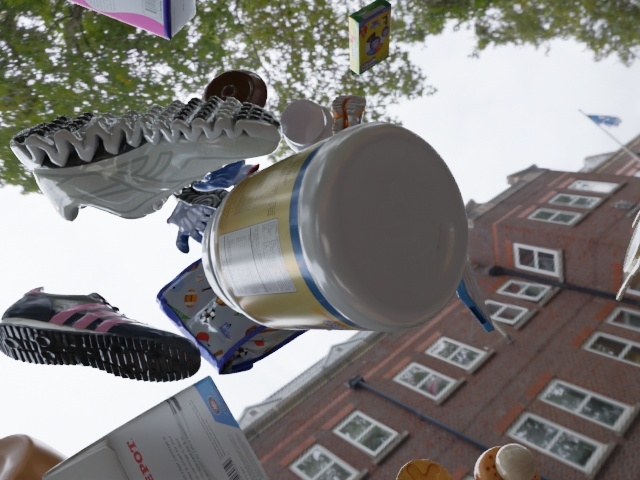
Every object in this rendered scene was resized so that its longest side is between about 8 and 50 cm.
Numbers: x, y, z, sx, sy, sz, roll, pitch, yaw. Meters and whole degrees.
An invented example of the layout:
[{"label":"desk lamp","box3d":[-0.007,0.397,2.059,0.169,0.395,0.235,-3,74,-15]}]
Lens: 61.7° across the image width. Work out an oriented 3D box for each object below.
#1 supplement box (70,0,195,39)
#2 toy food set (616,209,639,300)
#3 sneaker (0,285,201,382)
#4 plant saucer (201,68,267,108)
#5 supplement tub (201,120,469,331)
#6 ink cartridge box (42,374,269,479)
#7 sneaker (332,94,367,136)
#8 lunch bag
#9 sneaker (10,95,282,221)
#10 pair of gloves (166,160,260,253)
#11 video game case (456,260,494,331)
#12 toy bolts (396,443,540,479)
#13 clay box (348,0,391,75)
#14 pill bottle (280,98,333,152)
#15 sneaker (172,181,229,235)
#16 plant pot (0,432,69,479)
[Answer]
[{"label":"supplement box","box3d":[-0.354,-0.482,0.994,0.111,0.220,0.113,109,-176,-51]},{"label":"toy food set","box3d":[0.540,0.006,0.882,0.192,0.039,0.132,-58,-25,-30]},{"label":"sneaker","box3d":[-0.342,0.138,0.866,0.319,0.131,0.112,13,-54,-6]},{"label":"plant saucer","box3d":[-0.245,-0.400,1.477,0.198,0.199,0.036,-61,-20,-13]},{"label":"supplement tub","box3d":[0.000,0.000,0.432,0.144,0.200,0.144,6,-100,-34]},{"label":"ink cartridge box","box3d":[-0.151,0.242,0.541,0.148,0.086,0.203,60,-167,7]},{"label":"sneaker","box3d":[0.065,-0.286,1.319,0.083,0.084,0.214,86,-166,-47]},{"label":"lunch bag","box3d":[-0.243,0.194,1.595,0.386,0.328,0.238,-28,-33,-39]},{"label":"sneaker","box3d":[-0.180,-0.088,0.593,0.110,0.292,0.118,-76,-21,-63]},{"label":"pair of gloves","box3d":[-0.185,-0.071,0.876,0.023,0.159,0.198,40,-103,-41]},{"label":"video game case","box3d":[0.219,0.060,0.807,0.166,0.015,0.119,42,-149,-51]},{"label":"toy bolts","box3d":[0.225,0.410,0.812,0.228,0.218,0.158,-70,-13,-49]},{"label":"clay box","box3d":[0.150,-0.603,1.623,0.127,0.053,0.222,-36,-28,-15]},{"label":"pill bottle","box3d":[-0.023,-0.319,1.580,0.265,0.153,0.153,10,-86,-77]},{"label":"sneaker","box3d":[-0.284,-0.067,1.417,0.125,0.341,0.139,-33,-54,-12]},{"label":"plant pot","box3d":[-0.356,0.366,0.609,0.291,0.291,0.203,-40,-67,-28]}]
